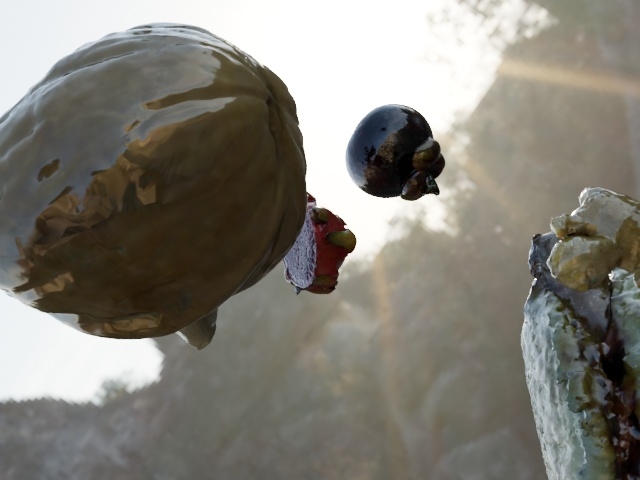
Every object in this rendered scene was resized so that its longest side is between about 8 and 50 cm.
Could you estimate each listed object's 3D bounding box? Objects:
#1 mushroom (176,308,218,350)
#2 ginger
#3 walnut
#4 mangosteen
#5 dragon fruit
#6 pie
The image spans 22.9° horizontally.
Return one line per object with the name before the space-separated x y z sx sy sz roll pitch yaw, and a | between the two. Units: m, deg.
mushroom | -0.182 0.011 1.791 0.108 0.096 0.247 -65 -33 -44
ginger | 0.274 -0.003 1.154 0.193 0.176 0.053 -44 -30 -38
walnut | -0.133 -0.039 1.142 0.261 0.225 0.225 -32 4 26
mangosteen | 0.099 -0.103 1.980 0.140 0.140 0.140 -53 -6 -8
dragon fruit | -0.002 0.002 1.812 0.068 0.112 0.126 -8 -63 -24
pie | 0.345 0.239 1.871 0.395 0.180 0.418 -96 -2 -56
